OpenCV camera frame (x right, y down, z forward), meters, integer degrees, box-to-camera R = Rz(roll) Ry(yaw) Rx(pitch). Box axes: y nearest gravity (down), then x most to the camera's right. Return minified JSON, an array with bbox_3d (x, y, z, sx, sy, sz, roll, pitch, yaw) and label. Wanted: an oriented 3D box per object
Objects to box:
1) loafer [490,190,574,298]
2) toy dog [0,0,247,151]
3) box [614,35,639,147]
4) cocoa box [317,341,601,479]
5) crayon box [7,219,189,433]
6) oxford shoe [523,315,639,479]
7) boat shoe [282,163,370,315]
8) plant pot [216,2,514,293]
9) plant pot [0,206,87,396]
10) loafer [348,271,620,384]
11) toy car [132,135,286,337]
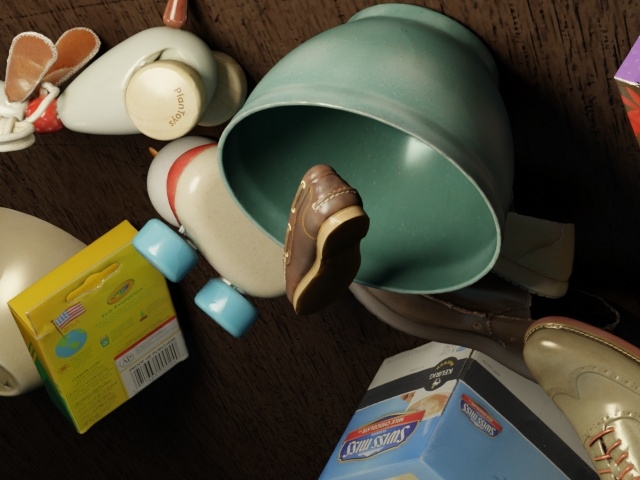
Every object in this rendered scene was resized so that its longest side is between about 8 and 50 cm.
[{"bbox_3d":[0.167,-0.032,1.740,0.269,0.092,0.102,30,-174,17],"label":"loafer"},{"bbox_3d":[-0.246,-0.191,1.699,0.334,0.160,0.220,-5,-170,-6],"label":"toy dog"},{"bbox_3d":[0.402,-0.062,1.477,0.201,0.057,0.293,22,161,34],"label":"box"},{"bbox_3d":[0.219,0.321,2.071,0.347,0.228,0.231,44,145,-17],"label":"cocoa box"},{"bbox_3d":[-0.301,0.108,2.159,0.081,0.202,0.318,44,159,29],"label":"crayon box"},{"bbox_3d":[0.348,0.226,1.738,0.348,0.130,0.123,42,139,7],"label":"oxford shoe"},{"bbox_3d":[0.000,0.000,1.549,0.073,0.073,0.207,56,153,21],"label":"boat shoe"},{"bbox_3d":[0.069,-0.110,1.580,0.293,0.196,0.293,18,148,12],"label":"plant pot"},{"bbox_3d":[-0.448,0.112,2.284,0.284,0.191,0.284,18,149,11],"label":"plant pot"},{"bbox_3d":[0.191,0.051,1.840,0.366,0.133,0.130,22,127,-16],"label":"loafer"},{"bbox_3d":[-0.121,-0.046,1.863,0.210,0.219,0.238,45,172,-32],"label":"toy car"}]
